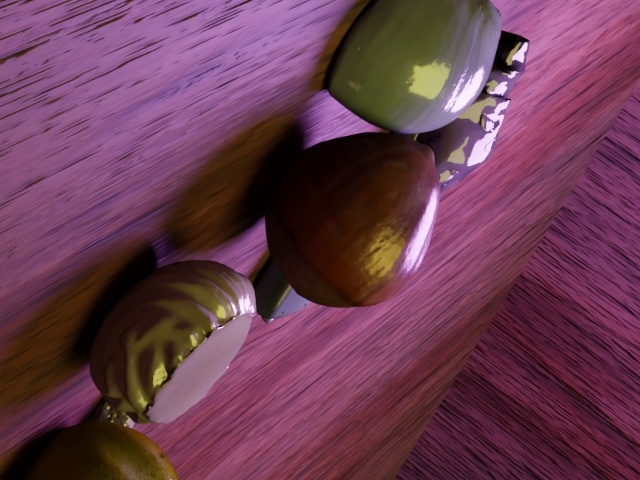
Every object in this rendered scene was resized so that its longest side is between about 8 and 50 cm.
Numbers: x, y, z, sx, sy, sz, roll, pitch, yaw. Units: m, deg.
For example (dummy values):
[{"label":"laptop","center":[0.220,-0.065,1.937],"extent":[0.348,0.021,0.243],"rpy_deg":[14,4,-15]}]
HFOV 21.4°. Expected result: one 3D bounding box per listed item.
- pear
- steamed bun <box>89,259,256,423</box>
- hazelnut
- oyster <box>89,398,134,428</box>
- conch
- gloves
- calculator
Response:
[{"label":"pear","center":[-0.202,0.283,1.697],"extent":[0.166,0.216,0.180],"rpy_deg":[-60,159,11]},{"label":"steamed bun","center":[-0.149,0.091,1.625],"extent":[0.183,0.106,0.183],"rpy_deg":[-44,163,-18]},{"label":"hazelnut","center":[0.037,-0.027,1.770],"extent":[0.214,0.176,0.214],"rpy_deg":[-45,-172,8]},{"label":"oyster","center":[-0.210,0.190,1.804],"extent":[0.098,0.037,0.100],"rpy_deg":[-45,164,-25]},{"label":"conch","center":[0.104,-0.197,1.752],"extent":[0.221,0.121,0.185],"rpy_deg":[-31,125,-46]},{"label":"gloves","center":[0.152,-0.139,2.061],"extent":[0.142,0.119,0.285],"rpy_deg":[12,122,-40]},{"label":"calculator","center":[0.000,0.000,1.993],"extent":[0.246,0.045,0.141],"rpy_deg":[-57,166,17]}]
